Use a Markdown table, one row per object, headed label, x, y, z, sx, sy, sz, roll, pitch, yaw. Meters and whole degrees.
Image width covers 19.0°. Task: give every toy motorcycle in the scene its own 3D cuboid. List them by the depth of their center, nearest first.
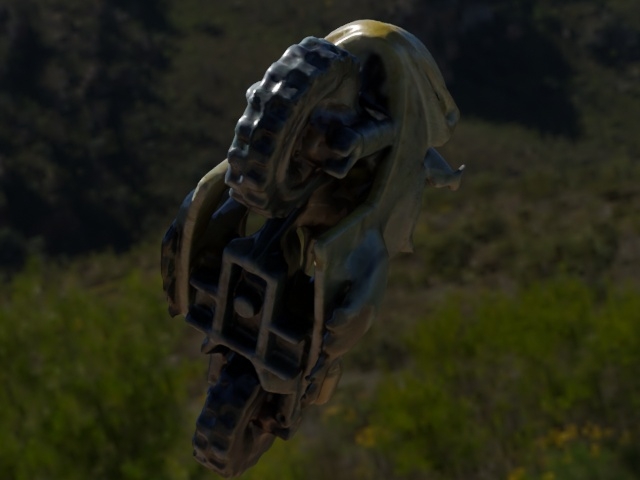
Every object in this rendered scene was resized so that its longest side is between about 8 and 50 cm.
| label | x | y | z | sx | sy | sz | roll | pitch | yaw |
| --- | --- | --- | --- | --- | --- | --- | --- | --- | --- |
| toy motorcycle | 0.000 | 0.000 | 0.794 | 0.094 | 0.229 | 0.130 | 26 | 46 | 16 |
